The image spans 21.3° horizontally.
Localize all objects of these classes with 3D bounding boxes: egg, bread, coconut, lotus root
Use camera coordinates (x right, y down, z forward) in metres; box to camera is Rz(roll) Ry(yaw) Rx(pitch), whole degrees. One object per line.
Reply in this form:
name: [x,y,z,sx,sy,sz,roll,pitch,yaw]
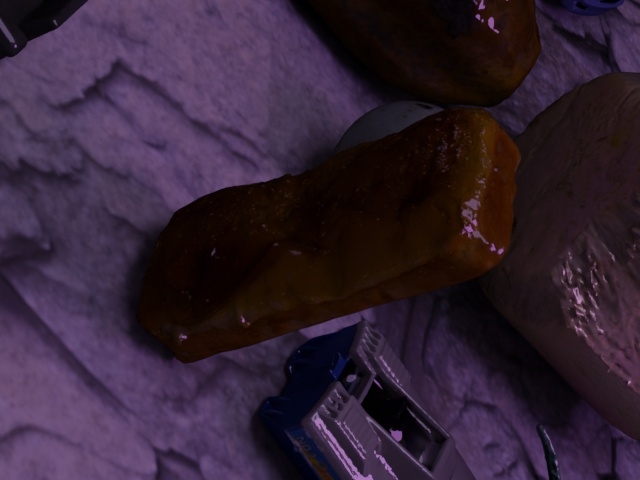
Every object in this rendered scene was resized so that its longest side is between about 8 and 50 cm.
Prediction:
egg: [0.075,-0.034,1.379,0.131,0.131,0.164,-60,143,-49]
bread: [0.001,0.001,1.122,0.077,0.271,0.139,51,38,-32]
coconut: [0.319,0.024,1.514,0.309,0.297,0.297,39,43,-27]
lotus root: [0.087,-0.241,1.459,0.291,0.193,0.193,54,37,-18]

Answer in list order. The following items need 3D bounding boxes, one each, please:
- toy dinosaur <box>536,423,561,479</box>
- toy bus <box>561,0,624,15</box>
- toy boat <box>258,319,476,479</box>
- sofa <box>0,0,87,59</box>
toy dinosaur: [0.282,0.341,1.469,0.129,0.076,0.383,-5,67,-29]
toy bus: [0.278,-0.395,1.835,0.125,0.133,0.292,-11,80,-55]
toy boat: [0.081,0.203,1.271,0.295,0.088,0.129,54,37,-17]
sofa: [-0.218,-0.203,1.130,0.147,0.060,0.085,57,36,-15]
